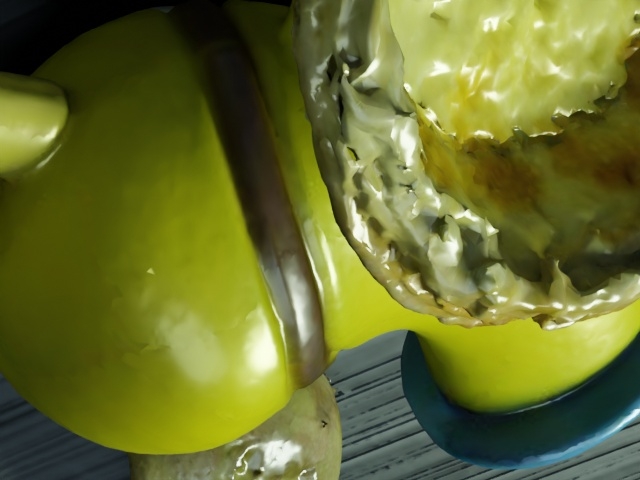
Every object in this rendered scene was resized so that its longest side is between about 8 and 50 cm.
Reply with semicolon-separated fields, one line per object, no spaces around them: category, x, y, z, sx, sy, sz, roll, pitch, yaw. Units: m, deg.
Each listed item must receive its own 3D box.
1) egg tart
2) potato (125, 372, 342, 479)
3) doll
egg tart;0.057;-0.079;0.542;0.090;0.213;0.212;14;162;44
potato;-0.037;0.122;0.829;0.100;0.089;0.172;-6;141;-5
doll;0.000;0.000;0.644;0.363;0.145;0.199;10;131;-32
